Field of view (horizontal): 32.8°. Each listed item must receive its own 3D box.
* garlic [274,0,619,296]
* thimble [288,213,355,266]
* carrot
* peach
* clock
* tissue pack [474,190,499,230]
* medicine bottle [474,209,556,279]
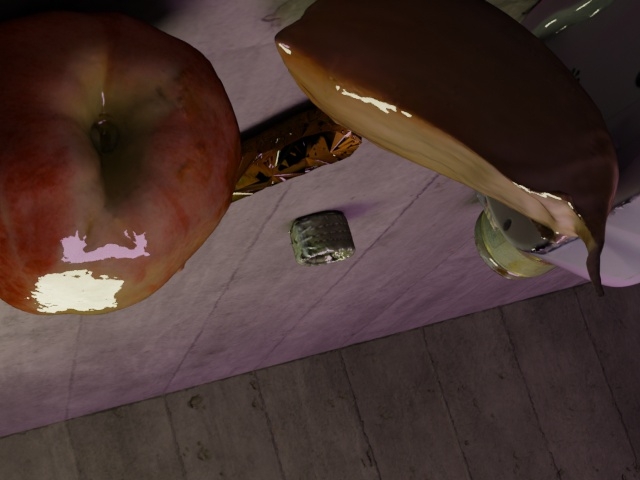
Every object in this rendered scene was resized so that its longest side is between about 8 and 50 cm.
[{"bbox_3d":[0.123,-0.080,0.872,0.196,0.338,0.151,-26,150,-46],"label":"garlic"},{"bbox_3d":[0.000,0.000,1.594,0.084,0.062,0.110,-25,164,36],"label":"thimble"},{"bbox_3d":[-0.062,-0.084,1.175,0.229,0.068,0.069,-22,166,24],"label":"carrot"},{"bbox_3d":[-0.184,-0.052,0.827,0.233,0.232,0.257,-11,175,-24],"label":"peach"},{"bbox_3d":[0.273,-0.134,0.954,0.102,0.338,0.338,20,150,-23],"label":"clock"},{"bbox_3d":[0.211,-0.097,1.281,0.060,0.148,0.108,-22,168,-12],"label":"tissue pack"},{"bbox_3d":[0.368,-0.050,1.661,0.151,0.151,0.322,-11,166,-23],"label":"medicine bottle"}]
